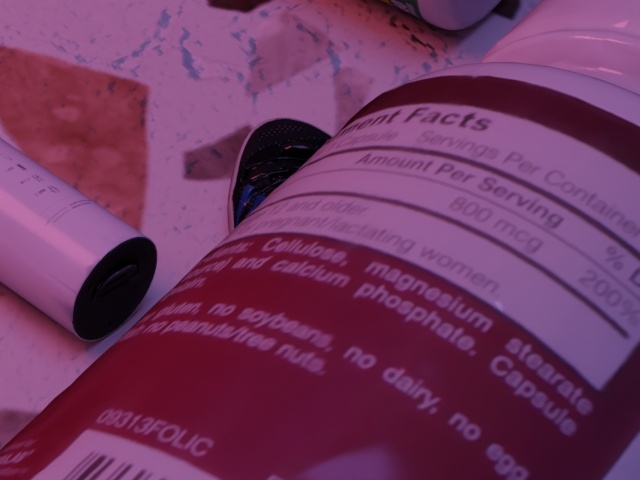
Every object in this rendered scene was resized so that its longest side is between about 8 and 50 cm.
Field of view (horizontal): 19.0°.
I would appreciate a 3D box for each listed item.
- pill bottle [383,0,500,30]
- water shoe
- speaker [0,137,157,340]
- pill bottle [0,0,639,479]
[{"bbox_3d":[0.010,-0.205,1.037,0.208,0.118,0.117,29,48,21],"label":"pill bottle"},{"bbox_3d":[0.000,0.000,0.848,0.073,0.080,0.203,-1,44,-8],"label":"water shoe"},{"bbox_3d":[-0.139,-0.011,0.861,0.136,0.055,0.055,32,49,24],"label":"speaker"},{"bbox_3d":[0.041,0.081,0.638,0.224,0.224,0.392,30,55,23],"label":"pill bottle"}]
